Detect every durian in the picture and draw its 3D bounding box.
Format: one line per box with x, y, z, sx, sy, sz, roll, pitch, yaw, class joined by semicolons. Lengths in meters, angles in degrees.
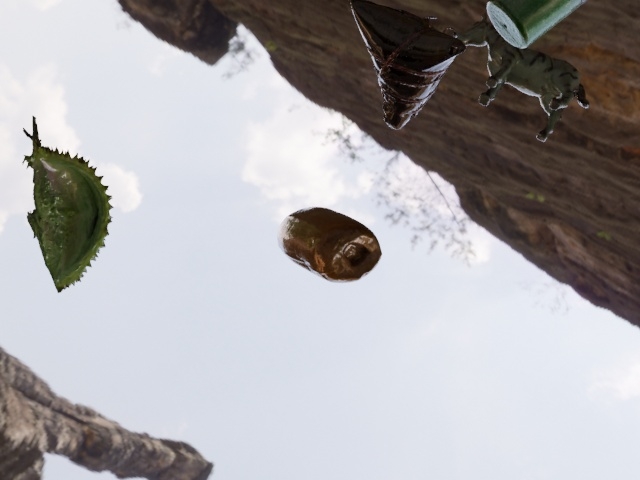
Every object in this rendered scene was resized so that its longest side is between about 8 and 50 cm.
-0.318;-0.047;0.955;0.086;0.100;0.215;-8;-87;23;durian

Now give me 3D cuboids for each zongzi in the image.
0.062;-0.112;0.466;0.073;0.083;0.067;22;-103;37;zongzi

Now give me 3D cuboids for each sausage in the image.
-0.003;-0.004;1.464;0.134;0.116;0.354;-38;-159;-11;sausage

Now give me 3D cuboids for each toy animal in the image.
0.317;-0.276;1.255;0.255;0.090;0.170;44;-124;15;toy animal

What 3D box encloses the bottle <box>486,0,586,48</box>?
0.382;-0.401;1.056;0.330;0.093;0.093;-40;-135;1;bottle
